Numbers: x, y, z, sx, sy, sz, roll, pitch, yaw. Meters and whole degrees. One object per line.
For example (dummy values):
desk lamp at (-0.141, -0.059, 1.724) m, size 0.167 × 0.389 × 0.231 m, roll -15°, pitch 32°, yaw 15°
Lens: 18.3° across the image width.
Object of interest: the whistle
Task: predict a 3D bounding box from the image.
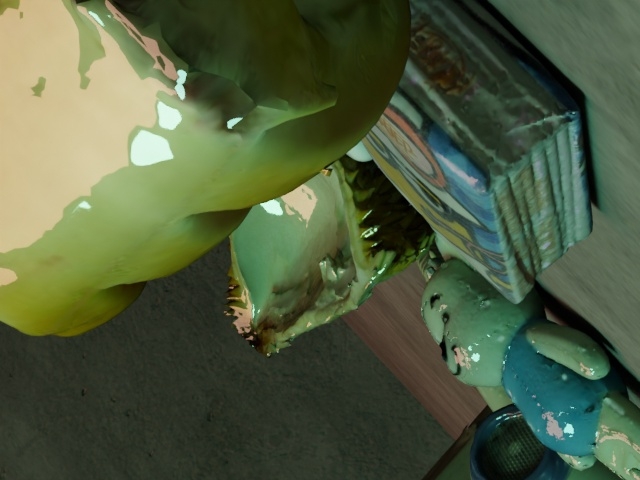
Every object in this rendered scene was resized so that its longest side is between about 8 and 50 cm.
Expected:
whistle at (0.139, 0.085, 1.220) m, size 0.235 × 0.077 × 0.114 m, roll 44°, pitch 150°, yaw 33°

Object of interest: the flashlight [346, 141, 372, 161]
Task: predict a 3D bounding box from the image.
flashlight at (-0.001, -0.097, 1.210) m, size 0.093 × 0.047 × 0.200 m, roll 50°, pitch 178°, yaw -11°

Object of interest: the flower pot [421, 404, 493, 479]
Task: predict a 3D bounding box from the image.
flower pot at (0.149, 0.286, 1.700) m, size 0.290 × 0.259 × 0.290 m, roll 47°, pitch 177°, yaw 3°

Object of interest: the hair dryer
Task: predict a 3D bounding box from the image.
hair dryer at (0.190, 0.161, 1.441) m, size 0.296 × 0.119 × 0.298 m, roll 47°, pitch -166°, yaw -28°

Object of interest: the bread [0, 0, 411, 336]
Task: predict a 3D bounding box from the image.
bread at (-0.118, -0.125, 0.732) m, size 0.316 × 0.211 × 0.270 m, roll 52°, pitch 134°, yaw 2°

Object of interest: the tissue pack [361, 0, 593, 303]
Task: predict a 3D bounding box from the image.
tissue pack at (0.059, -0.049, 0.860) m, size 0.115 × 0.065 × 0.155 m, roll 46°, pitch 176°, yaw 21°

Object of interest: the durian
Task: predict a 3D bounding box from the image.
durian at (0.000, 0.000, 1.341) m, size 0.144 × 0.139 × 0.252 m, roll 38°, pitch 148°, yaw -19°
